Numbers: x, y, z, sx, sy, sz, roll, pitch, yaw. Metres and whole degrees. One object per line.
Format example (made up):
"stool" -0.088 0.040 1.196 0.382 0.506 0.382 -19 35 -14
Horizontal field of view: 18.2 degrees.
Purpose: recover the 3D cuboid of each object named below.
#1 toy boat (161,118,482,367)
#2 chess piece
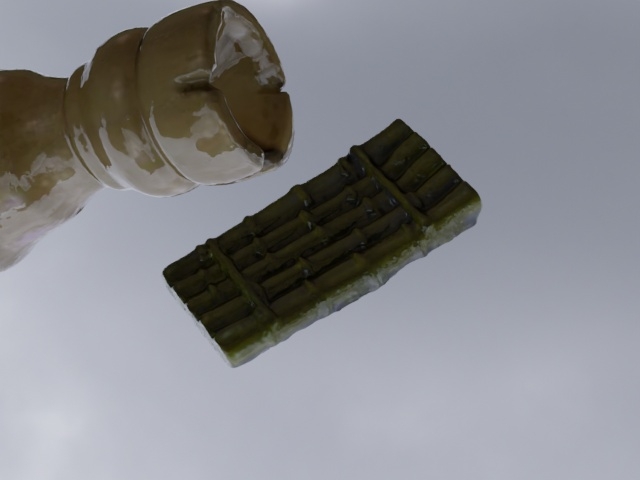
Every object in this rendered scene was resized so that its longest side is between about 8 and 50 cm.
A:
"toy boat" 0.000 0.000 0.761 0.115 0.016 0.063 -32 -135 -10
"chess piece" -0.070 -0.028 0.557 0.122 0.066 0.066 -13 -160 24
